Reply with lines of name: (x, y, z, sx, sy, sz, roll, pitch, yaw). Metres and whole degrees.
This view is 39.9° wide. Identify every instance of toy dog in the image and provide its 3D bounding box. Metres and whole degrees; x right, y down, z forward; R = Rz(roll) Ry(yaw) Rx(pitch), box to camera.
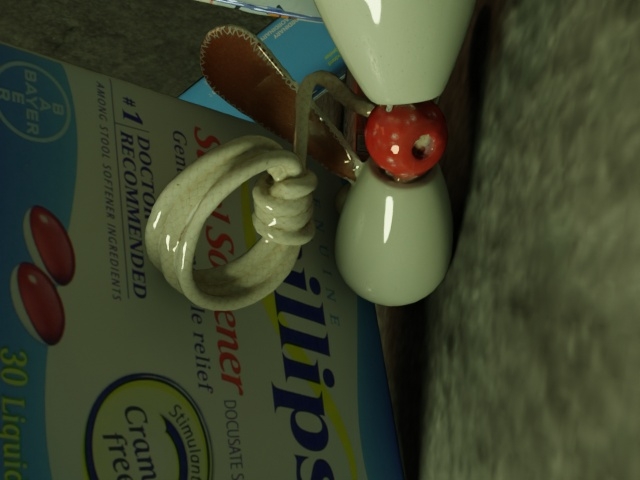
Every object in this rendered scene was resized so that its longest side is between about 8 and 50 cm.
toy dog: (0.015, -0.133, 0.476, 0.161, 0.220, 0.334, 49, 128, 46)

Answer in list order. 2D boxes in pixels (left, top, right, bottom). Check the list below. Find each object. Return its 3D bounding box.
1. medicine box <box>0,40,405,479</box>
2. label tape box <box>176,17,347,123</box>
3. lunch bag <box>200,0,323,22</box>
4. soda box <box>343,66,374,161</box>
medicine box: (-0.106, 0.062, 0.516, 0.149, 0.289, 0.264, -24, 67, 39)
label tape box: (-0.082, -0.208, 1.168, 0.240, 0.106, 0.333, -39, 11, -3)
lunch bag: (-0.051, -0.340, 0.824, 0.115, 0.303, 0.243, -83, 5, -50)
soda box: (0.050, -0.095, 0.696, 0.063, 0.058, 0.183, 104, 173, -47)
